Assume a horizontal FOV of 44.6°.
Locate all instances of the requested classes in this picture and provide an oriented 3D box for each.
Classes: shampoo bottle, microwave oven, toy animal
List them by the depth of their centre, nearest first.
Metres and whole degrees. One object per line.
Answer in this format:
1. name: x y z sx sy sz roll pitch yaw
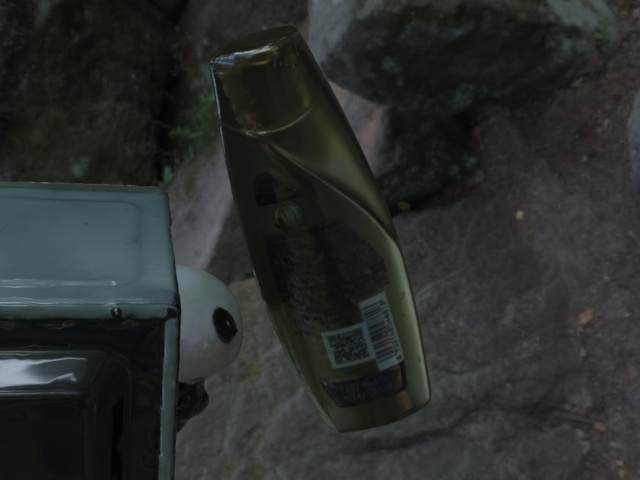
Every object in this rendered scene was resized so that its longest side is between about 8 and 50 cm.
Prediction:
1. microwave oven: -0.286 0.090 0.554 0.286 0.355 0.218 -123 37 -65
2. shampoo bottle: 0.000 0.000 0.654 0.084 0.126 0.350 -97 -12 -66
3. toy animal: -0.236 0.155 1.186 0.266 0.213 0.212 -58 24 18
